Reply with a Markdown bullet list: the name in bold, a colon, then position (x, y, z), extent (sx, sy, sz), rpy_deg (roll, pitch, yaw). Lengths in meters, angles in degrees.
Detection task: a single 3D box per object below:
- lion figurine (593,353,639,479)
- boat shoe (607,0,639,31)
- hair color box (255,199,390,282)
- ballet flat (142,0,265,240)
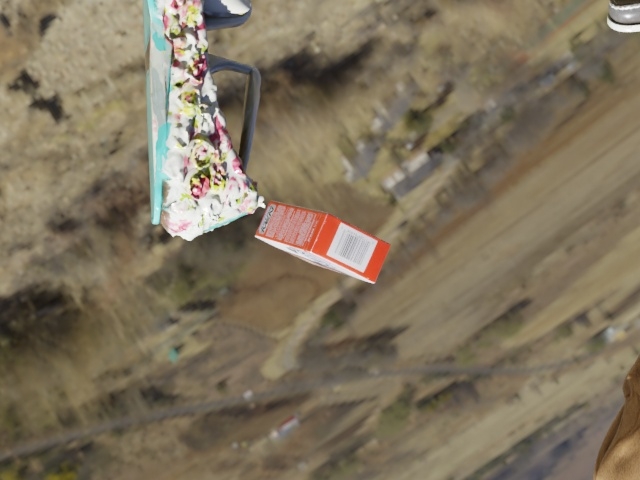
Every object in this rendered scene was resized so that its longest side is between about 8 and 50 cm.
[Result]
- **lion figurine**: position (0.357, 0.240, 1.154), extent (0.240, 0.142, 0.392), rpy_deg (-50, -157, -12)
- **boat shoe**: position (0.413, -0.304, 1.419), extent (0.228, 0.081, 0.068), rpy_deg (-27, 132, -4)
- **hair color box**: position (0.000, 0.000, 1.518), extent (0.053, 0.093, 0.167), rpy_deg (-66, -155, -3)
- **ballet flat**: position (-0.079, -0.121, 0.834), extent (0.077, 0.241, 0.091), rpy_deg (-5, 178, -10)
